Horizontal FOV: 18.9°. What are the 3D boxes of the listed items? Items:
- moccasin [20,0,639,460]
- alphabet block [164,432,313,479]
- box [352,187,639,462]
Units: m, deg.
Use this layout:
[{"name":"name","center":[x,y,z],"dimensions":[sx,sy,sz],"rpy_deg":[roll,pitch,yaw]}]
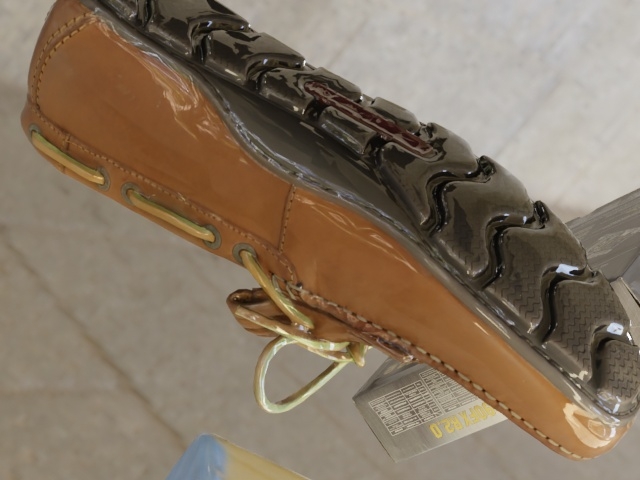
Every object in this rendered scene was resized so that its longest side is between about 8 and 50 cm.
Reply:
[{"name":"moccasin","center":[-0.001,0.001,1.026],"dimensions":[0.380,0.147,0.139],"rpy_deg":[30,30,7]},{"name":"alphabet block","center":[-0.011,0.236,0.851],"dimensions":[0.197,0.192,0.193],"rpy_deg":[26,25,-17]},{"name":"box","center":[0.153,0.042,1.227],"dimensions":[0.056,0.231,0.183],"rpy_deg":[55,40,-8]}]
